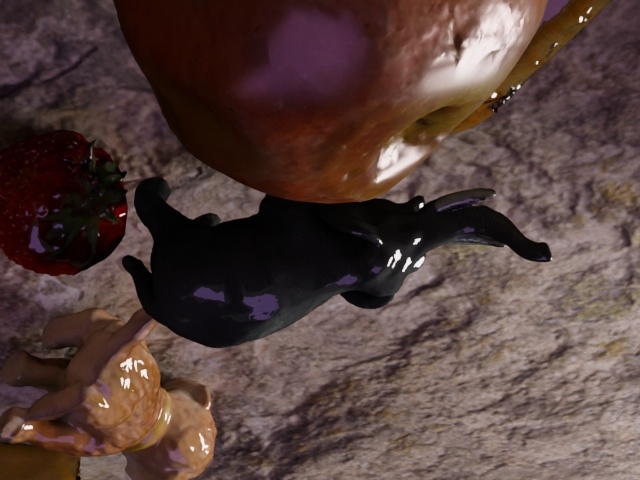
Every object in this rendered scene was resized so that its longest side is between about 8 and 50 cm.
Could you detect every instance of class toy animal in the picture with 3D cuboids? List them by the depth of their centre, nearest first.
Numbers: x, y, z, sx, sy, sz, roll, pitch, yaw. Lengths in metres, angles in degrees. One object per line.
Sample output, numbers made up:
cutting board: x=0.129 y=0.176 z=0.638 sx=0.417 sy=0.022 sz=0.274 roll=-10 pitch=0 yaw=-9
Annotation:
toy animal: x=0.002 y=-0.008 z=0.799 sx=0.269 sy=0.137 sz=0.082 roll=-12 pitch=136 yaw=6
toy animal: x=-0.131 y=0.128 z=0.989 sx=0.184 sy=0.104 sz=0.185 roll=-28 pitch=130 yaw=31

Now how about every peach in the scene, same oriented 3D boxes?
peach: x=0.005 y=-0.118 z=0.620 sx=0.214 sy=0.214 sz=0.235 roll=-3 pitch=147 yaw=3

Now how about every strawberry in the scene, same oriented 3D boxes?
strawberry: x=-0.178 y=-0.027 z=0.812 sx=0.106 sy=0.106 sz=0.106 roll=0 pitch=140 yaw=0

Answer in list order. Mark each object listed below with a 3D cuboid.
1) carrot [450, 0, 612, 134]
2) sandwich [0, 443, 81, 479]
carrot: x=0.148 y=-0.161 z=0.674 sx=0.078 sy=0.078 sz=0.298 roll=28 pitch=128 yaw=-30
sandwich: x=-0.314 y=0.291 z=1.090 sx=0.186 sy=0.220 sz=0.108 roll=7 pitch=141 yaw=-10
